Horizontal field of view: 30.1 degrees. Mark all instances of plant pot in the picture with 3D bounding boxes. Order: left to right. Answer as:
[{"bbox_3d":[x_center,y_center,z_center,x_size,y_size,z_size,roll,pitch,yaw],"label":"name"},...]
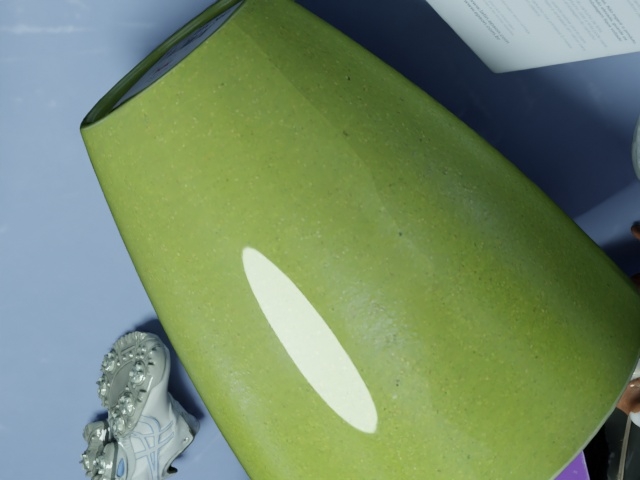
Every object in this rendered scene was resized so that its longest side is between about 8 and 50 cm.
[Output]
[{"bbox_3d":[0.000,0.000,0.728,0.275,0.275,0.293,-33,108,22],"label":"plant pot"}]

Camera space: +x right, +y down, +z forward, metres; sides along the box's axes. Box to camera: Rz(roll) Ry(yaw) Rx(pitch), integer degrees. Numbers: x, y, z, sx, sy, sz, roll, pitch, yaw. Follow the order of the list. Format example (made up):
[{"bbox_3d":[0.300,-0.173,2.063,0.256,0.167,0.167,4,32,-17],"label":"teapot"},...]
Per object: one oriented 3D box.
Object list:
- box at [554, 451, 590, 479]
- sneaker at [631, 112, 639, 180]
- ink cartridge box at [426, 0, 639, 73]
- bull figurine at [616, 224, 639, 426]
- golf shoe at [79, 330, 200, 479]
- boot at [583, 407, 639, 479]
[{"bbox_3d":[0.068,0.230,0.973,0.293,0.057,0.201,-11,162,5],"label":"box"},{"bbox_3d":[0.336,-0.110,0.739,0.161,0.102,0.282,25,124,-27],"label":"sneaker"},{"bbox_3d":[0.122,-0.178,0.614,0.224,0.045,0.223,0,150,47],"label":"ink cartridge box"},{"bbox_3d":[0.174,0.088,0.851,0.310,0.188,0.101,-25,105,23],"label":"bull figurine"},{"bbox_3d":[-0.134,0.135,0.947,0.086,0.069,0.176,-3,137,-29],"label":"golf shoe"},{"bbox_3d":[0.291,0.161,0.985,0.137,0.077,0.198,-8,132,-4],"label":"boot"}]
